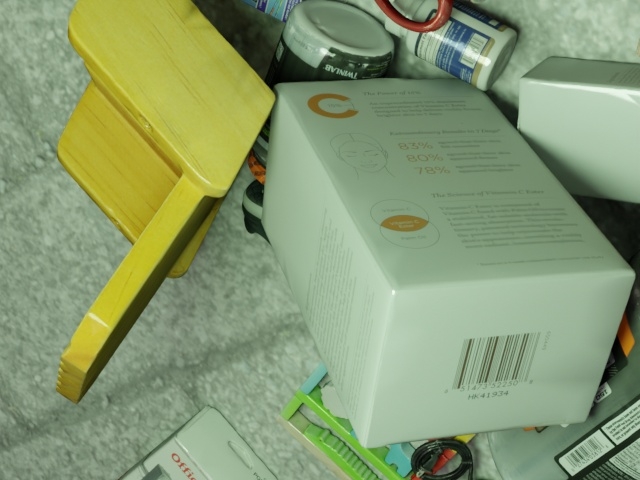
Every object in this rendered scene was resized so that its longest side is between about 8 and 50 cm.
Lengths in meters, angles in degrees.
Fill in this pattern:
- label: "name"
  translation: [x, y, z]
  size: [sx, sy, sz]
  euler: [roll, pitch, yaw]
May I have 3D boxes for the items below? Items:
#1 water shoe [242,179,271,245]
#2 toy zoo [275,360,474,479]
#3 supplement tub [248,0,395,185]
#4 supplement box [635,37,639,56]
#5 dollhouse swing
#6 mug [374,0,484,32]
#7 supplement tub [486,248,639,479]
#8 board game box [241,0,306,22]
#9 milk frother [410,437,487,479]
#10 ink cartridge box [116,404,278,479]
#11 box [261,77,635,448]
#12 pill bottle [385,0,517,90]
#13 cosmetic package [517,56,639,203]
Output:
- label: "water shoe"
  translation: [0.000, 0.000, 1.354]
  size: [0.203, 0.073, 0.080]
  euler: [35, 148, 16]
- label: "toy zoo"
  translation: [0.088, 0.188, 1.405]
  size: [0.192, 0.030, 0.293]
  euler: [42, 127, 6]
- label: "supplement tub"
  translation: [-0.006, -0.146, 1.244]
  size: [0.117, 0.117, 0.190]
  euler: [33, 126, 13]
- label: "supplement box"
  translation: [0.401, -0.172, 1.019]
  size: [0.233, 0.080, 0.078]
  euler: [21, 123, 22]
- label: "dollhouse swing"
  translation: [-0.240, -0.058, 1.225]
  size: [0.315, 0.305, 0.347]
  euler: [48, 160, 2]
- label: "mug"
  translation: [0.085, -0.291, 1.111]
  size: [0.169, 0.150, 0.113]
  euler: [28, 167, 21]
- label: "supplement tub"
  translation: [0.318, 0.127, 1.101]
  size: [0.207, 0.207, 0.338]
  euler: [43, 137, 5]
- label: "board game box"
  translation: [-0.045, -0.337, 1.224]
  size: [0.136, 0.035, 0.201]
  euler: [29, 125, 15]
- label: "milk frother"
  translation: [0.170, 0.305, 1.331]
  size: [0.143, 0.135, 0.129]
  euler: [17, 98, -8]
- label: "ink cartridge box"
  translation: [-0.178, 0.346, 1.601]
  size: [0.158, 0.092, 0.218]
  euler: [49, 126, 1]
- label: "box"
  translation: [0.094, 0.003, 1.083]
  size: [0.215, 0.345, 0.168]
  euler: [-3, 125, -17]
- label: "pill bottle"
  translation: [0.127, -0.203, 1.169]
  size: [0.120, 0.067, 0.067]
  euler: [31, 125, 14]
- label: "cosmetic package"
  translation: [0.306, -0.100, 1.106]
  size: [0.231, 0.085, 0.117]
  euler: [12, 119, 28]
